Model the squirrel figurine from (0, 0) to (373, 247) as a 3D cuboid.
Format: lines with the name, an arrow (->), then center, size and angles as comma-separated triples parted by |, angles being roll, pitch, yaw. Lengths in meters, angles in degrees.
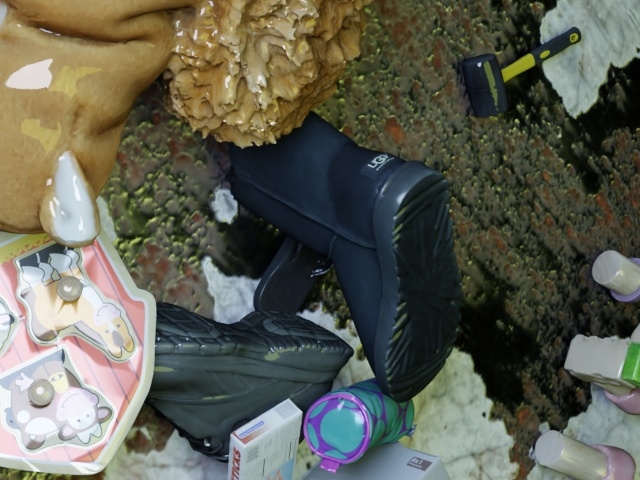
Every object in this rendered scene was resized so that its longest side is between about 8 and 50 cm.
squirrel figurine -> -0.124, -0.175, 0.927 | 0.397, 0.281, 0.370 | 10, 96, -27

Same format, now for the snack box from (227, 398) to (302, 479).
snack box -> -0.052, 0.214, 1.158 | 0.064, 0.022, 0.178 | -29, 145, -32

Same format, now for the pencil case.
pencil case -> 0.037, 0.161, 1.187 | 0.151, 0.064, 0.070 | 4, 105, -70

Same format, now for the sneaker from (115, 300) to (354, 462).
sneaker -> -0.099, 0.125, 1.119 | 0.286, 0.109, 0.130 | 10, 103, -36

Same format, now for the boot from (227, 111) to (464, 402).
boot -> 0.017, -0.001, 1.140 | 0.094, 0.207, 0.246 | -33, 136, -29

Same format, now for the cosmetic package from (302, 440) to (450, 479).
cosmetic package -> 0.084, 0.310, 1.280 | 0.107, 0.127, 0.238 | -44, 120, -29

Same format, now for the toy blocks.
toy blocks -> 0.452, 0.166, 1.474 | 0.260, 0.288, 0.309 | 26, 76, -35

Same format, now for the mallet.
mallet -> 0.213, -0.195, 1.389 | 0.189, 0.039, 0.062 | -40, 117, -36

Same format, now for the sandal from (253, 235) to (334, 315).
sandal -> 0.000, 0.000, 1.222 | 0.067, 0.040, 0.179 | 39, 70, -36

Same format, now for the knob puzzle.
knob puzzle -> -0.207, 0.085, 0.982 | 0.213, 0.030, 0.213 | 3, 78, -15
